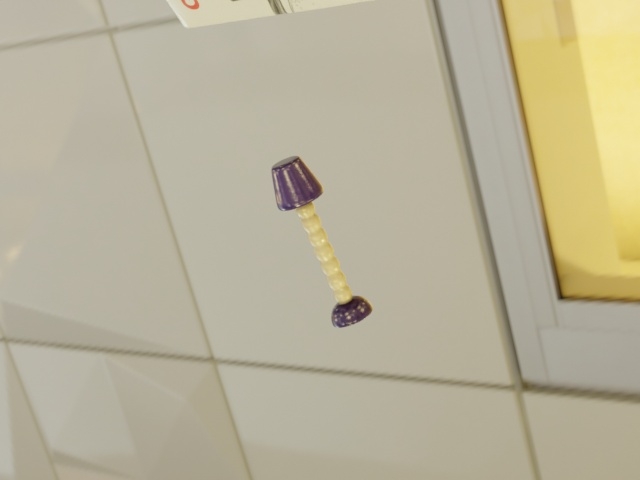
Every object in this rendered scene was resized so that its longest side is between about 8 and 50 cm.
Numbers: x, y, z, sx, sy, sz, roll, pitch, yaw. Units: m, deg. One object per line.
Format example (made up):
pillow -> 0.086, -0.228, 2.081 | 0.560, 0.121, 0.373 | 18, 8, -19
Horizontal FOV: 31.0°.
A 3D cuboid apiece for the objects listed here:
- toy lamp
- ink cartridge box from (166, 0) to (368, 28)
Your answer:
toy lamp -> 0.000, 0.000, 1.784 | 0.080, 0.274, 0.080 | -23, -163, 8
ink cartridge box -> -0.030, -0.281, 0.870 | 0.273, 0.197, 0.114 | 0, -130, 36
